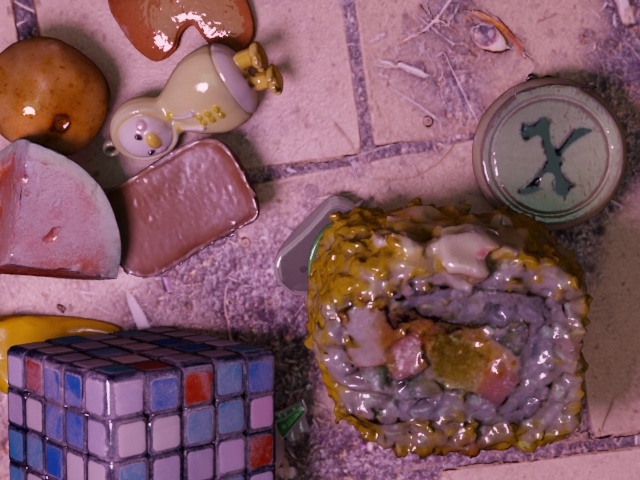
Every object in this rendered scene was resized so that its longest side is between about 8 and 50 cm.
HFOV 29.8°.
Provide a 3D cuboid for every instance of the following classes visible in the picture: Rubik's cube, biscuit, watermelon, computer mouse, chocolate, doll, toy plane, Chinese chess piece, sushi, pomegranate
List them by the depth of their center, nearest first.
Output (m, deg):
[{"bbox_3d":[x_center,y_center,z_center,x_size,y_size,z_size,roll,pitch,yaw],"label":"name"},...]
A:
[{"bbox_3d":[0.174,0.109,1.697,0.396,0.240,0.352,1,114,-4],"label":"sushi"},{"bbox_3d":[-0.255,0.290,1.720,0.293,0.291,0.287,6,99,46],"label":"Rubik's cube"},{"bbox_3d":[0.337,-0.131,1.786,0.237,0.092,0.238,0,95,5],"label":"Chinese chess piece"},{"bbox_3d":[-0.426,-0.021,1.787,0.176,0.260,0.256,-42,113,-27],"label":"watermelon"},{"bbox_3d":[-0.410,-0.214,1.795,0.196,0.196,0.196,0,96,4],"label":"pomegranate"},{"bbox_3d":[-0.200,-0.197,1.801,0.296,0.117,0.141,-33,137,9],"label":"doll"},{"bbox_3d":[-0.208,-0.343,1.830,0.192,0.036,0.186,-31,95,7],"label":"biscuit"},{"bbox_3d":[-0.211,-0.051,1.835,0.261,0.083,0.161,-25,91,17],"label":"chocolate"},{"bbox_3d":[0.000,0.000,1.838,0.089,0.056,0.182,41,92,-23],"label":"computer mouse"},{"bbox_3d":[-0.103,0.279,1.864,0.173,0.080,0.174,0,98,3],"label":"toy plane"}]

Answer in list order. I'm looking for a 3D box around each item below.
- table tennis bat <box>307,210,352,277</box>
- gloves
[{"bbox_3d":[0.053,0.079,1.833,0.160,0.039,0.257,2,106,-18],"label":"table tennis bat"},{"bbox_3d":[-0.431,0.178,1.872,0.294,0.116,0.133,14,102,-5],"label":"gloves"}]
